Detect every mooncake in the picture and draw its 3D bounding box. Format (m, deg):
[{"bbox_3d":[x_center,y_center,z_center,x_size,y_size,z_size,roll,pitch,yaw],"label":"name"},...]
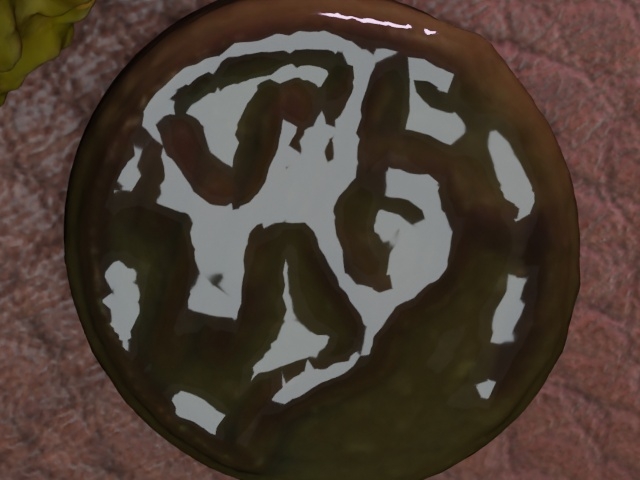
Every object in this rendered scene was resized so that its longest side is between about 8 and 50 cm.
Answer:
[{"bbox_3d":[0.000,0.000,0.872,0.285,0.155,0.284,-1,103,-5],"label":"mooncake"}]

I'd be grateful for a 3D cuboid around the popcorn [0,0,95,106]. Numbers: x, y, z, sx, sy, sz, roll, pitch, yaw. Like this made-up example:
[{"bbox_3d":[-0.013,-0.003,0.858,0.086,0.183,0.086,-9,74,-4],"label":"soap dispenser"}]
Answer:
[{"bbox_3d":[-0.214,-0.172,0.775,0.249,0.225,0.249,0,100,-1],"label":"popcorn"}]
